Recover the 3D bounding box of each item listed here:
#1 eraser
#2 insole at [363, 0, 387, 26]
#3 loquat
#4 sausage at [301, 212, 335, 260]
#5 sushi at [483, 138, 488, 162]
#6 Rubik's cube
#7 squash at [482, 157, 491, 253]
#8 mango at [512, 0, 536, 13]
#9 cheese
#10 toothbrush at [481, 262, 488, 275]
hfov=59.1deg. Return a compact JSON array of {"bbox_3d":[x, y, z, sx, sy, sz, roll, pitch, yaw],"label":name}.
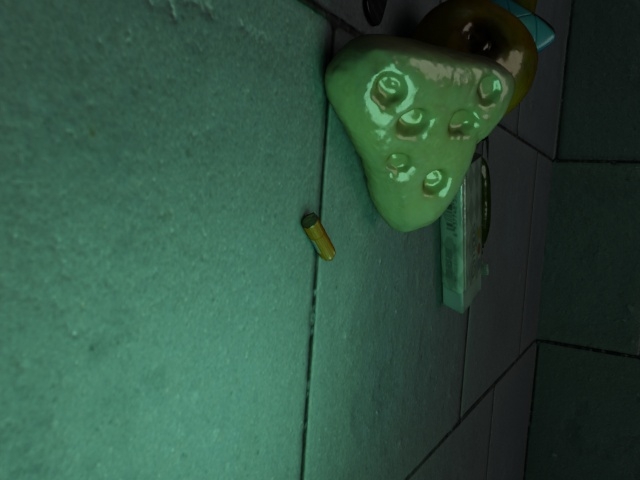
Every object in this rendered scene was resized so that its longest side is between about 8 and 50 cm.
[{"bbox_3d":[0.382,-0.026,1.528,0.213,0.082,0.397,-33,123,-53],"label":"eraser"},{"bbox_3d":[0.129,-0.540,1.066,0.110,0.012,0.310,47,55,-54],"label":"insole"},{"bbox_3d":[0.296,-0.357,1.163,0.275,0.274,0.275,-17,110,-58],"label":"loquat"},{"bbox_3d":[0.000,0.000,0.919,0.031,0.031,0.107,-66,147,-29],"label":"sausage"},{"bbox_3d":[0.458,-0.339,1.635,0.210,0.040,0.193,-55,137,-61],"label":"sushi"},{"bbox_3d":[0.433,-0.530,1.477,0.254,0.254,0.255,-17,110,-58],"label":"Rubik's cube"},{"bbox_3d":[0.452,-0.089,1.639,0.087,0.087,0.332,-34,124,-53],"label":"squash"},{"bbox_3d":[0.696,-0.818,1.924,0.130,0.091,0.195,-68,151,-29],"label":"mango"},{"bbox_3d":[0.128,-0.184,0.976,0.328,0.130,0.351,11,122,-33],"label":"cheese"},{"bbox_3d":[0.515,0.000,1.817,0.025,0.029,0.307,-50,136,-35],"label":"toothbrush"}]
